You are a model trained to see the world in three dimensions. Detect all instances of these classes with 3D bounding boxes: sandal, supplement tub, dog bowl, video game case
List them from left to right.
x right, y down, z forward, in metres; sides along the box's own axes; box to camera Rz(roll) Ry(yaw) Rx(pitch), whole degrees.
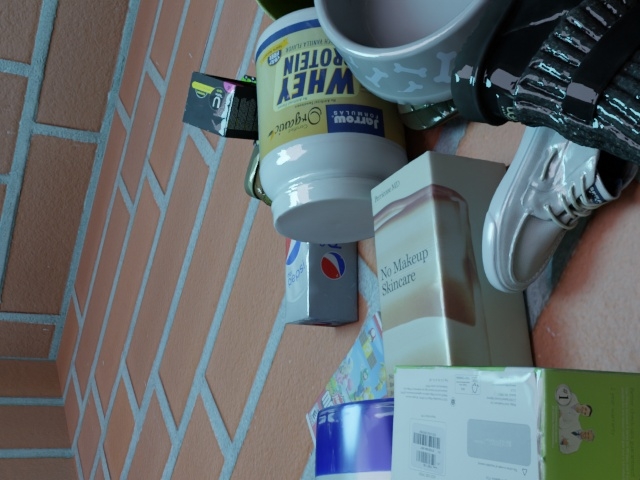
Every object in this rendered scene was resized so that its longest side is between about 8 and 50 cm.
[{"bbox_3d":[0.016,-0.173,1.307,0.228,0.228,0.316,-35,54,55],"label":"supplement tub"},{"bbox_3d":[0.065,0.279,1.329,0.285,0.025,0.204,-60,35,36],"label":"video game case"},{"bbox_3d":[0.140,-0.359,1.103,0.348,0.102,0.349,-12,68,33],"label":"dog bowl"},{"bbox_3d":[0.125,0.247,0.963,0.265,0.264,0.104,-31,55,57],"label":"dog bowl"},{"bbox_3d":[0.195,-0.210,1.169,0.219,0.060,0.090,-22,70,43],"label":"sandal"}]

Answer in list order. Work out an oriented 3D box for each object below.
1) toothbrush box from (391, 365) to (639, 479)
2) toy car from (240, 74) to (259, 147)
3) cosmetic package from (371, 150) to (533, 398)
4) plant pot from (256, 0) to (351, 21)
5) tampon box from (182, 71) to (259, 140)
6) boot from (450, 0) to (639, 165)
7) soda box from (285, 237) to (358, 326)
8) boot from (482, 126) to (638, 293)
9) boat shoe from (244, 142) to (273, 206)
[{"bbox_3d":[0.234,0.175,0.751,0.206,0.283,0.122,-14,73,60],"label":"toothbrush box"},{"bbox_3d":[-0.114,-0.308,1.777,0.225,0.053,0.239,34,113,60],"label":"toy car"},{"bbox_3d":[0.162,0.054,1.083,0.153,0.129,0.296,-37,52,56],"label":"cosmetic package"},{"bbox_3d":[0.001,-0.512,1.425,0.293,0.274,0.275,-102,30,-61],"label":"plant pot"},{"bbox_3d":[-0.161,-0.255,1.625,0.120,0.161,0.102,23,105,34],"label":"tampon box"},{"bbox_3d":[0.315,-0.234,0.843,0.260,0.131,0.348,20,78,45],"label":"boot"},{"bbox_3d":[0.000,0.000,1.440,0.091,0.098,0.286,-23,64,59],"label":"soda box"},{"bbox_3d":[0.269,-0.053,0.933,0.123,0.095,0.258,27,102,61],"label":"boot"},{"bbox_3d":[-0.051,-0.211,1.597,0.104,0.110,0.307,25,111,37],"label":"boat shoe"}]
